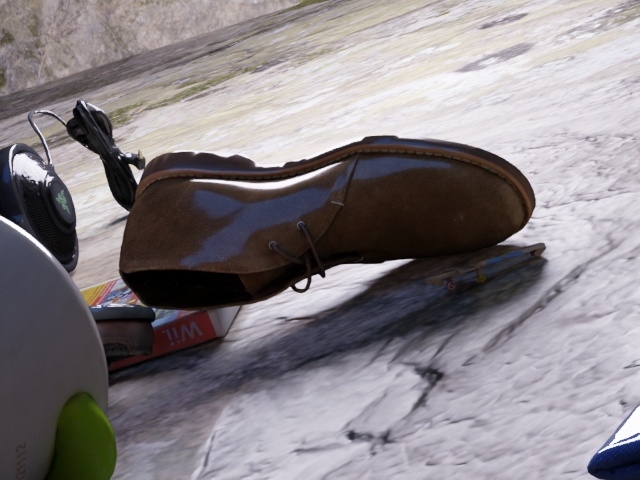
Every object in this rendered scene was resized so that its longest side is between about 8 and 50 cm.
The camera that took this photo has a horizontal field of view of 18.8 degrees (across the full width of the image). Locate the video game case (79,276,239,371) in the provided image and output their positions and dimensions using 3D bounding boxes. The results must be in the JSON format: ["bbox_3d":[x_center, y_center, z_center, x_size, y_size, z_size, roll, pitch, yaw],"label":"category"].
[{"bbox_3d":[-0.192,0.073,1.498,0.285,0.025,0.204,-18,13,12],"label":"video game case"}]

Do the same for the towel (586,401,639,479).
[{"bbox_3d":[0.268,0.033,0.937,0.209,0.034,0.285,-12,15,35],"label":"towel"}]

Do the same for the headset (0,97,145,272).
[{"bbox_3d":[-0.312,0.002,1.829,0.243,0.185,0.394,-4,35,39],"label":"headset"}]

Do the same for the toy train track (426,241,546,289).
[{"bbox_3d":[0.112,0.019,1.283,0.083,0.014,0.048,-18,5,-13],"label":"toy train track"}]

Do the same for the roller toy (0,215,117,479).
[{"bbox_3d":[-0.239,0.086,1.142,0.209,0.191,0.146,-10,18,39],"label":"roller toy"}]

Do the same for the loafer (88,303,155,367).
[{"bbox_3d":[-0.232,0.103,1.362,0.268,0.084,0.096,-11,-11,23],"label":"loafer"}]

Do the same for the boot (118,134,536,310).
[{"bbox_3d":[0.000,0.000,1.362,0.305,0.112,0.115,-4,42,22],"label":"boot"}]
